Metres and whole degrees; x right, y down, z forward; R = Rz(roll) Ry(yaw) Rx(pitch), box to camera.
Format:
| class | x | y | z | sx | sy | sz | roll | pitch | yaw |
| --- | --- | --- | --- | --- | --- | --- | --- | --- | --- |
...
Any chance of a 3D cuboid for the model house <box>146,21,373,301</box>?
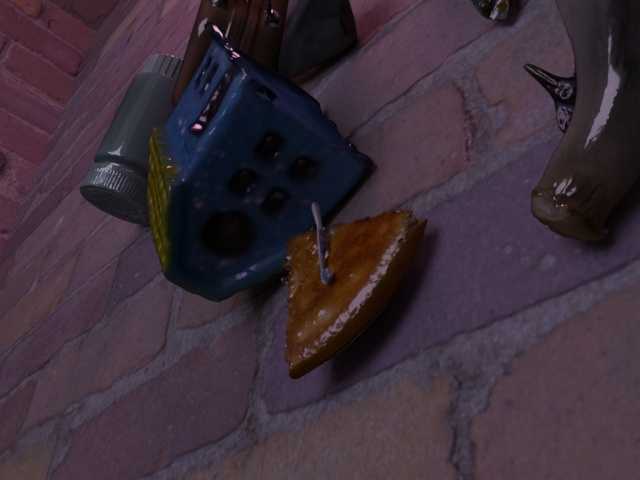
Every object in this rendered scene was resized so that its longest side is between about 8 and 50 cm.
| class | x | y | z | sx | sy | sz | roll | pitch | yaw |
| --- | --- | --- | --- | --- | --- | --- | --- | --- | --- |
| model house | -0.116 | -0.082 | 0.898 | 0.303 | 0.216 | 0.237 | -56 | 30 | 16 |

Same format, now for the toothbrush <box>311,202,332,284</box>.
| class | x | y | z | sx | sy | sz | roll | pitch | yaw |
| --- | --- | --- | --- | --- | --- | --- | --- | --- | --- |
| toothbrush | 0.000 | 0.000 | 0.729 | 0.013 | 0.011 | 0.131 | -50 | 29 | 28 |

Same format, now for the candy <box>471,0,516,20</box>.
| class | x | y | z | sx | sy | sz | roll | pitch | yaw |
| --- | --- | --- | --- | --- | --- | --- | --- | --- | --- |
| candy | 0.215 | -0.323 | 0.775 | 0.053 | 0.046 | 0.182 | -2 | 60 | 53 |

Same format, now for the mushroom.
| class | x | y | z | sx | sy | sz | roll | pitch | yaw |
| --- | --- | --- | --- | --- | --- | --- | --- | --- | --- |
| mushroom | 0.214 | -0.137 | 0.516 | 0.096 | 0.099 | 0.277 | 5 | 91 | 23 |

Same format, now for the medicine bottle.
| class | x | y | z | sx | sy | sz | roll | pitch | yaw |
| --- | --- | --- | --- | --- | --- | --- | --- | --- | --- |
| medicine bottle | -0.338 | -0.204 | 1.373 | 0.158 | 0.158 | 0.318 | -9 | 56 | 53 |

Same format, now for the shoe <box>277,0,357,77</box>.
| class | x | y | z | sx | sy | sz | roll | pitch | yaw |
| --- | --- | --- | --- | --- | --- | --- | --- | --- | --- |
| shoe | 0.008 | -0.329 | 1.039 | 0.251 | 0.100 | 0.103 | 128 | 158 | -62 |

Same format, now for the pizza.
| class | x | y | z | sx | sy | sz | roll | pitch | yaw |
| --- | --- | --- | --- | --- | --- | --- | --- | --- | --- |
| pizza | 0.023 | 0.034 | 0.728 | 0.201 | 0.053 | 0.193 | -48 | 31 | 7 |

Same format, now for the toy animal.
| class | x | y | z | sx | sy | sz | roll | pitch | yaw |
| --- | --- | --- | --- | --- | --- | --- | --- | --- | --- |
| toy animal | 0.247 | -0.179 | 0.580 | 0.105 | 0.070 | 0.202 | 27 | 84 | 46 |

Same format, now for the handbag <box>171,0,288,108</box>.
| class | x | y | z | sx | sy | sz | roll | pitch | yaw |
| --- | --- | --- | --- | --- | --- | --- | --- | --- | --- |
| handbag | -0.140 | -0.369 | 1.179 | 0.283 | 0.149 | 0.301 | 121 | 162 | -47 |
